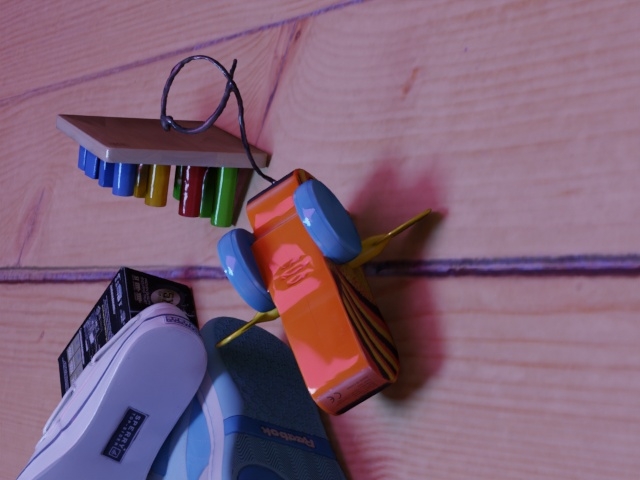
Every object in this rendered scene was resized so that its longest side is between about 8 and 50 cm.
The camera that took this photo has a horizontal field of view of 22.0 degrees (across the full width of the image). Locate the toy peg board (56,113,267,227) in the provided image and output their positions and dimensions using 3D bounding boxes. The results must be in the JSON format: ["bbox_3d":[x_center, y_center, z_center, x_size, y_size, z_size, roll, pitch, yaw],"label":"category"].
[{"bbox_3d":[-0.159,-0.066,1.593,0.161,0.161,0.079,30,117,60],"label":"toy peg board"}]

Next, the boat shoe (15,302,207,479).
[{"bbox_3d":[-0.179,0.165,1.344,0.258,0.095,0.084,-51,20,6],"label":"boat shoe"}]

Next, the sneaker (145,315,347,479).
[{"bbox_3d":[-0.080,0.229,1.323,0.208,0.127,0.319,-56,24,24],"label":"sneaker"}]

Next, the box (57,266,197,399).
[{"bbox_3d":[-0.181,0.143,1.583,0.147,0.078,0.180,-52,35,31],"label":"box"}]

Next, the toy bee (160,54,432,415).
[{"bbox_3d":[0.000,0.000,1.318,0.195,0.162,0.298,-12,74,23],"label":"toy bee"}]
